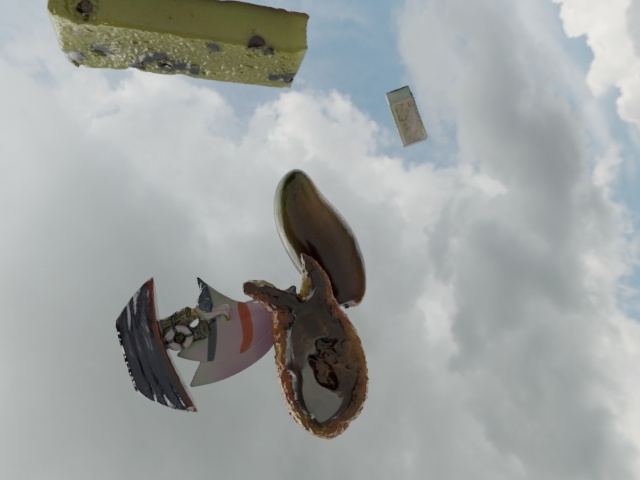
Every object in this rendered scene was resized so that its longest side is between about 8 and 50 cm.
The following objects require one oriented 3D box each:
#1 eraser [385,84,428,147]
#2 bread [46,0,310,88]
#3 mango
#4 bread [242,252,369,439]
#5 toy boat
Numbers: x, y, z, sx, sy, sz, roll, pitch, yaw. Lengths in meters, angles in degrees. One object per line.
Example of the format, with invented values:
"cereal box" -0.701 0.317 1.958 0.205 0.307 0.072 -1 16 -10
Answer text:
"eraser" 0.126 -0.181 0.718 0.038 0.019 0.083 -19 -94 6
"bread" -0.205 -0.303 0.737 0.361 0.138 0.077 0 -101 -18
"mango" 0.000 0.000 0.863 0.133 0.111 0.267 -40 -71 -37
"bread" -0.012 0.159 0.739 0.139 0.095 0.268 -20 -101 -16
"toy boat" -0.176 0.173 0.815 0.318 0.072 0.219 6 -98 -11
